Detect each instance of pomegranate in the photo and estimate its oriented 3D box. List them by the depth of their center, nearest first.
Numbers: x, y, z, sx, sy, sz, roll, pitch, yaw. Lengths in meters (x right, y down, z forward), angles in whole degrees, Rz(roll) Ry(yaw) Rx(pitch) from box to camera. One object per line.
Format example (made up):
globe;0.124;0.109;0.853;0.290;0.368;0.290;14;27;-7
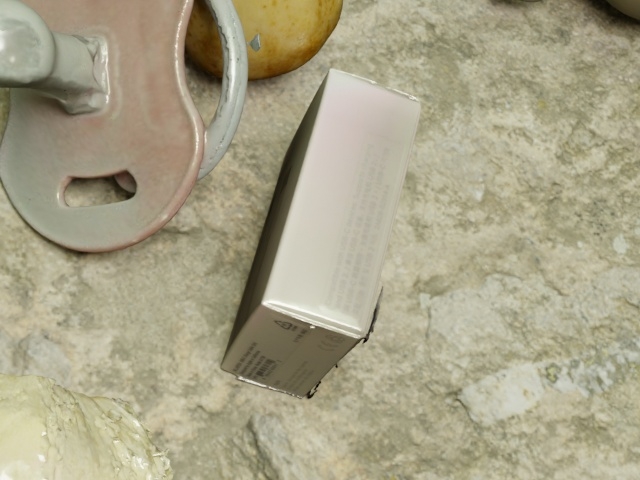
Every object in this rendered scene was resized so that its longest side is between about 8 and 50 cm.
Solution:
pomegranate;-0.074;-0.267;1.150;0.207;0.207;0.207;6;67;-13

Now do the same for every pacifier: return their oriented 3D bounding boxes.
pacifier;-0.225;-0.155;1.039;0.273;0.220;0.332;-2;87;-29

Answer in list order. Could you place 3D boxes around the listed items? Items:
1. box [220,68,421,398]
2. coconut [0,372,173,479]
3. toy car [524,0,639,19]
box;0.000;0.000;1.058;0.106;0.203;0.252;19;65;-6
coconut;-0.244;0.273;0.832;0.297;0.297;0.310;1;68;-15
toy car;0.400;-0.338;1.286;0.335;0.242;0.226;27;62;-3
